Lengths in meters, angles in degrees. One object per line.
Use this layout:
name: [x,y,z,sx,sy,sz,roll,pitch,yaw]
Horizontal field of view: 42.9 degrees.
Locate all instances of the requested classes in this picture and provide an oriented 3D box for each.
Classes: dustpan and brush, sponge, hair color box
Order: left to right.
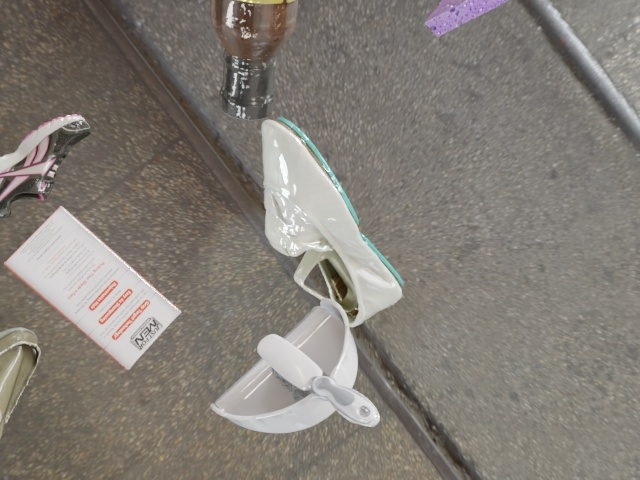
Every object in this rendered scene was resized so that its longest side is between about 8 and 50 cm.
hair color box: [-0.201,0.042,0.728,0.141,0.043,0.072,44,78,-9]
dustpan and brush: [-0.007,0.117,0.681,0.147,0.211,0.060,-43,125,-15]
sponge: [0.237,-0.349,1.082,0.031,0.210,0.117,44,64,-19]

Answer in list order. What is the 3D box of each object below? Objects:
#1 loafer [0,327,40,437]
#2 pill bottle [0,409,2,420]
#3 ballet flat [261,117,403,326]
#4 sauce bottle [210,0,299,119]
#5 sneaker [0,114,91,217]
loafer: [-0.460,0.239,1.123,0.087,0.094,0.251,21,75,33]
pill bottle: [-0.400,0.093,0.802,0.121,0.121,0.221,-12,94,1]
ballet flat: [0.000,0.000,1.187,0.139,0.139,0.400,-35,132,1]
sauce bottle: [-0.075,-0.306,0.945,0.112,0.111,0.344,11,124,2]
sneaker: [-0.374,-0.093,1.078,0.178,0.072,0.077,-39,94,-16]
